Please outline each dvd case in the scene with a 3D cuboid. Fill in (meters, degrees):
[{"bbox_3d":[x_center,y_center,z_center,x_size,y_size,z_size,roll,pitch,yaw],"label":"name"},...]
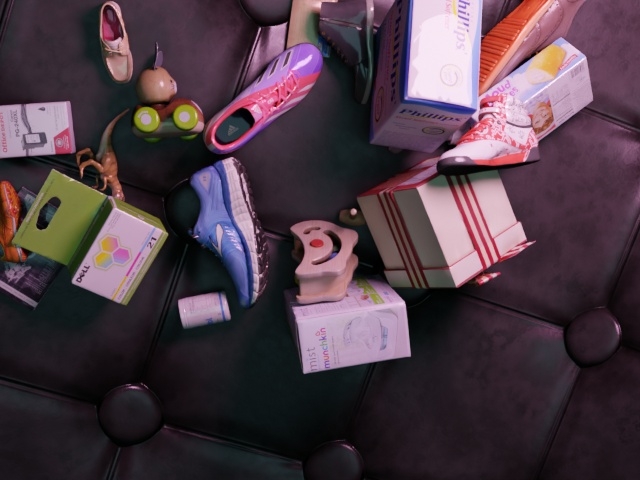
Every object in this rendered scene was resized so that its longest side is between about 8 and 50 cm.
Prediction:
[{"bbox_3d":[-0.631,0.020,1.802,0.164,0.018,0.221,34,94,-13],"label":"dvd case"}]

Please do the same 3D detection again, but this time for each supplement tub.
[{"bbox_3d":[-0.257,0.154,1.853,0.107,0.071,0.071,-12,102,-5],"label":"supplement tub"}]

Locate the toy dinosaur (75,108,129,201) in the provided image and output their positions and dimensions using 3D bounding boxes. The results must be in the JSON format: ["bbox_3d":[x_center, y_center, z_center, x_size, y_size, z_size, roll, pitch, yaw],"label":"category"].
[{"bbox_3d":[-0.461,-0.177,1.777,0.112,0.064,0.211,-9,112,-22],"label":"toy dinosaur"}]

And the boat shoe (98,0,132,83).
[{"bbox_3d":[-0.430,-0.410,1.729,0.063,0.059,0.170,-12,102,-6],"label":"boat shoe"}]

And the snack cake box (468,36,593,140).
[{"bbox_3d":[0.458,-0.297,1.824,0.264,0.089,0.152,-36,144,0],"label":"snack cake box"}]

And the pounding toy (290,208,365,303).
[{"bbox_3d":[0.000,0.000,1.790,0.154,0.269,0.155,6,124,13],"label":"pounding toy"}]

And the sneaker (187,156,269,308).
[{"bbox_3d":[-0.204,-0.008,1.819,0.147,0.130,0.330,-12,99,9],"label":"sneaker"}]

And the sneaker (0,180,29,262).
[{"bbox_3d":[-0.660,-0.037,1.748,0.067,0.064,0.175,-4,98,2],"label":"sneaker"}]

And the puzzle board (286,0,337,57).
[{"bbox_3d":[-0.019,-0.466,1.801,0.096,0.011,0.128,6,100,-10],"label":"puzzle board"}]

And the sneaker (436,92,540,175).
[{"bbox_3d":[0.320,-0.212,1.651,0.270,0.090,0.145,-9,86,-35],"label":"sneaker"}]

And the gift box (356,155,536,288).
[{"bbox_3d":[0.280,-0.038,1.778,0.276,0.255,0.258,-27,102,-25],"label":"gift box"}]

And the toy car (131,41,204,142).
[{"bbox_3d":[-0.322,-0.308,1.727,0.149,0.155,0.188,-5,89,-7],"label":"toy car"}]

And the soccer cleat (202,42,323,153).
[{"bbox_3d":[-0.115,-0.296,1.764,0.318,0.116,0.108,-40,105,1],"label":"soccer cleat"}]

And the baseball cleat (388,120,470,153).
[{"bbox_3d":[0.254,-0.236,1.851,0.206,0.072,0.109,-37,103,1],"label":"baseball cleat"}]

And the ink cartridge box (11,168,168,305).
[{"bbox_3d":[-0.482,-0.003,1.743,0.255,0.097,0.189,28,98,-30],"label":"ink cartridge box"}]

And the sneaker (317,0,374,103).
[{"bbox_3d":[0.054,-0.404,1.791,0.118,0.083,0.222,-1,104,0],"label":"sneaker"}]

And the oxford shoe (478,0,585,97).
[{"bbox_3d":[0.462,-0.442,1.818,0.133,0.130,0.364,33,101,-27],"label":"oxford shoe"}]

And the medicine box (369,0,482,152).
[{"bbox_3d":[0.207,-0.348,1.677,0.149,0.289,0.263,6,78,-9],"label":"medicine box"}]

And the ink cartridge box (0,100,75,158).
[{"bbox_3d":[-0.596,-0.230,1.737,0.150,0.063,0.109,-5,101,-7],"label":"ink cartridge box"}]

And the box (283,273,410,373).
[{"bbox_3d":[0.049,0.171,1.802,0.231,0.262,0.127,-9,102,-7],"label":"box"}]
